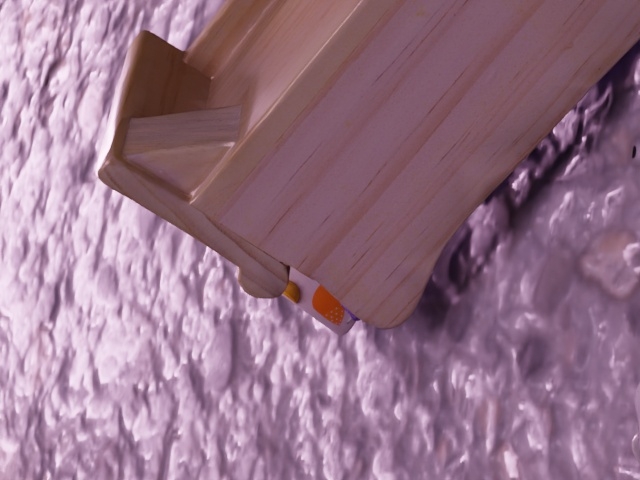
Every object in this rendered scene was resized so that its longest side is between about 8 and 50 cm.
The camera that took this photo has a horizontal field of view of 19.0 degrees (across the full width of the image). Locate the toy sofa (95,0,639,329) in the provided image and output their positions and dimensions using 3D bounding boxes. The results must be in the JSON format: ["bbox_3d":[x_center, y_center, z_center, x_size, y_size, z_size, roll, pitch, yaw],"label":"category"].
[{"bbox_3d":[0.060,-0.139,0.942,0.362,0.177,0.150,-49,20,27],"label":"toy sofa"}]

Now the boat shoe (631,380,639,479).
[{"bbox_3d":[0.168,0.073,0.770,0.088,0.096,0.267,-5,74,57],"label":"boat shoe"}]

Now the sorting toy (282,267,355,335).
[{"bbox_3d":[0.000,0.000,1.069,0.075,0.045,0.083,-55,38,-2],"label":"sorting toy"}]
